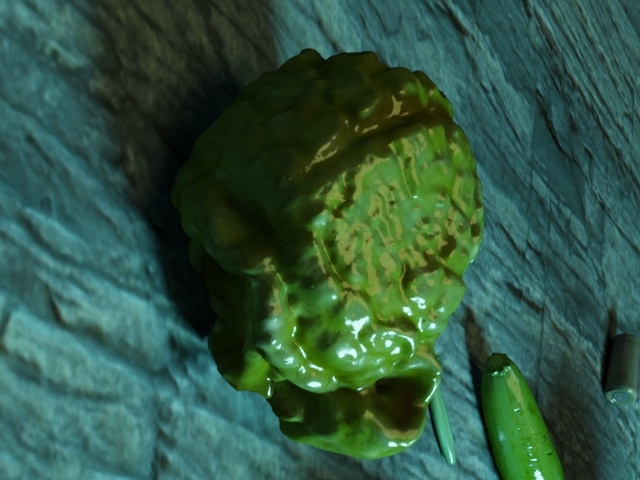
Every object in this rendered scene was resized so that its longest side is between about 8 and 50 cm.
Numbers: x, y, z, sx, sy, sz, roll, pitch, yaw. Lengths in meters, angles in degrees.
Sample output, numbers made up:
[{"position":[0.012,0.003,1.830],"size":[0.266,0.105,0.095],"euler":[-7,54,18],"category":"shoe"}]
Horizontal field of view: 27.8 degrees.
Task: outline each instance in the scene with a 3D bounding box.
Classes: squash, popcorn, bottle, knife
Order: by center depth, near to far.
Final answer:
[{"position":[0.000,0.000,0.910],"size":[0.225,0.174,0.286],"euler":[21,78,-43],"category":"popcorn"},{"position":[0.107,0.121,1.240],"size":[0.030,0.014,0.207],"euler":[-37,117,-56],"category":"knife"},{"position":[0.211,0.206,1.365],"size":[0.066,0.066,0.201],"euler":[-53,131,-50],"category":"squash"},{"position":[0.415,0.175,1.770],"size":[0.045,0.045,0.096],"euler":[57,38,-41],"category":"bottle"}]
